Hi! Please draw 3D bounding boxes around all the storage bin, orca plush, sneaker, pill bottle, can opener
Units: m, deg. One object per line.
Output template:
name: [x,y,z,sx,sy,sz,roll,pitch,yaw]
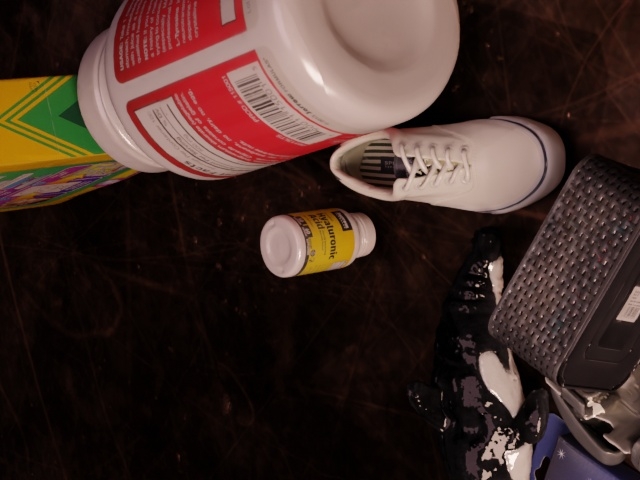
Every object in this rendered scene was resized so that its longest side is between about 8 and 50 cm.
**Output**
storage bin: [0.239,0.030,1.253,0.084,0.122,0.180,37,106,37]
orca plush: [0.136,0.132,1.404,0.151,0.102,0.287,26,116,57]
sneaker: [0.115,-0.067,1.420,0.258,0.091,0.094,-3,94,48]
pill bottle: [-0.073,-0.188,1.500,0.408,0.229,0.229,-13,87,51]
pill bottle: [0.000,0.000,1.540,0.065,0.116,0.065,10,104,46]
can opener: [0.307,0.193,1.288,0.283,0.076,0.095,46,159,32]

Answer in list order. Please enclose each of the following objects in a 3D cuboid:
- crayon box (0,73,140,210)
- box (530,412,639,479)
crayon box: [-0.367,-0.110,1.778,0.363,0.313,0.106,-16,84,48]
box: [0.263,0.271,1.359,0.225,0.036,0.136,35,121,40]
